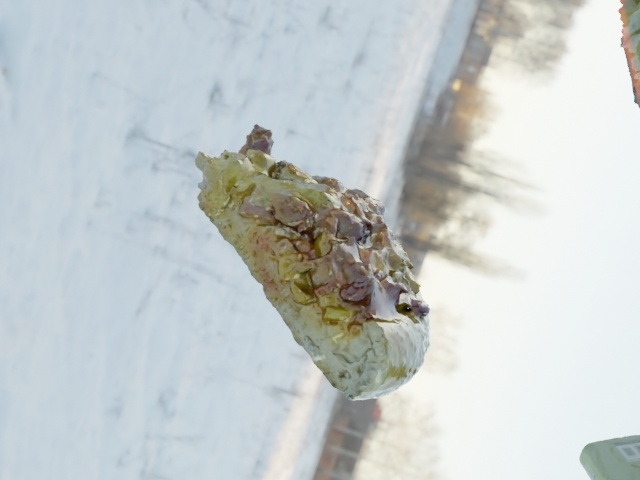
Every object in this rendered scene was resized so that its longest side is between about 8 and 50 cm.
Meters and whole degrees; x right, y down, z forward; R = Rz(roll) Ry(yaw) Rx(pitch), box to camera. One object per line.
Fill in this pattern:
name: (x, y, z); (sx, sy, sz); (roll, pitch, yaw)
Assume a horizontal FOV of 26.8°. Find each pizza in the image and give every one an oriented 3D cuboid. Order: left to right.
pizza: (0.000, 0.000, 1.025); (0.081, 0.229, 0.289); (-48, -168, 18)

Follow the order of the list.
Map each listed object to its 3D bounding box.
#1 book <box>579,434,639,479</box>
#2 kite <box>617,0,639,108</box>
book: (0.358, 0.214, 1.043); (0.352, 0.239, 0.035); (-108, -167, -78)
kite: (0.264, -0.044, 0.467); (0.377, 0.327, 0.013); (-61, 172, 24)
